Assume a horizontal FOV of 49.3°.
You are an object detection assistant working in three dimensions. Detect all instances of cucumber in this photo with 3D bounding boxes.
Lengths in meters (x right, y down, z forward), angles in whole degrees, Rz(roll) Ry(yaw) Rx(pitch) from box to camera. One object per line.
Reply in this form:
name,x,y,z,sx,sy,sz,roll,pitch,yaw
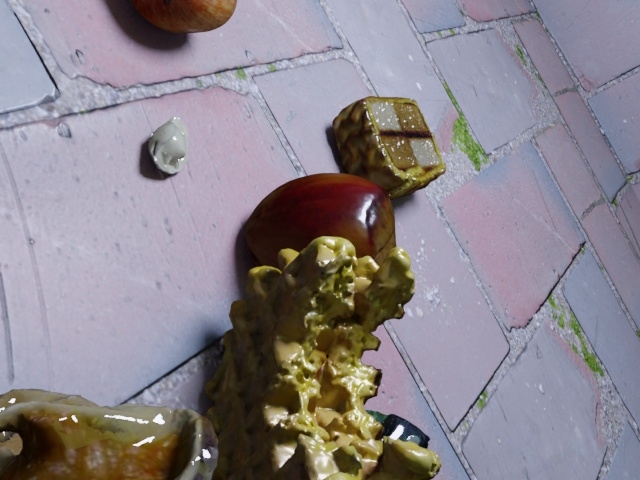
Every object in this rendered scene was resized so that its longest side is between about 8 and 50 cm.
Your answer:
cucumber,0.074,0.288,0.908,0.193,0.086,0.115,-34,96,-46

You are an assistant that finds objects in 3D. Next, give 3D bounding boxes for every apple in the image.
apple,-0.183,-0.352,0.952,0.146,0.146,0.131,64,14,3

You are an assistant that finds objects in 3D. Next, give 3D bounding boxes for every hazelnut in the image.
hazelnut,0.000,0.000,0.931,0.208,0.208,0.208,27,49,-36

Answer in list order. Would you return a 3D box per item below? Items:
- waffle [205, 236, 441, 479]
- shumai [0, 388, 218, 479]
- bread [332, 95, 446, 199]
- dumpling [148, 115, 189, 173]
waffle,-0.005,0.166,0.738,0.151,0.261,0.324,23,48,-30
shumai,-0.165,0.244,0.506,0.267,0.262,0.314,-7,75,-50
bread,0.123,-0.162,1.225,0.222,0.096,0.181,-16,81,-54
dumpling,-0.188,-0.115,0.883,0.059,0.043,0.077,50,19,-41
